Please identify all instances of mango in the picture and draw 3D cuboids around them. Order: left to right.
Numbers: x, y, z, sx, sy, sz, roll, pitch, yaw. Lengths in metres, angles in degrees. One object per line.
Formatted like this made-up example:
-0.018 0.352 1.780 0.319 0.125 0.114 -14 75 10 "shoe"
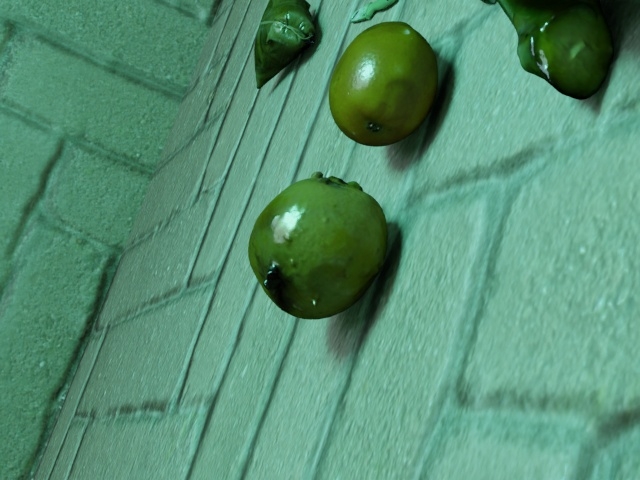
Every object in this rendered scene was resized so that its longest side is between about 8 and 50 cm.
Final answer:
0.075 -0.193 1.390 0.151 0.120 0.221 -59 11 13 "mango"

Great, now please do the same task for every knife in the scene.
0.081 -0.360 1.773 0.030 0.014 0.207 -67 15 -3 "knife"

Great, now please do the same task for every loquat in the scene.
0.000 0.000 1.309 0.172 0.149 0.204 -45 12 53 "loquat"

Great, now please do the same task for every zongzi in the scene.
-0.080 -0.346 2.108 0.205 0.094 0.204 -104 37 -64 "zongzi"

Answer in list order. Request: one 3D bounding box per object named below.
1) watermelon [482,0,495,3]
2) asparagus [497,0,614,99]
0.205 -0.342 1.327 0.158 0.121 0.098 -23 37 -6 "watermelon"
0.210 -0.232 1.105 0.343 0.082 0.085 -95 -3 -60 "asparagus"
